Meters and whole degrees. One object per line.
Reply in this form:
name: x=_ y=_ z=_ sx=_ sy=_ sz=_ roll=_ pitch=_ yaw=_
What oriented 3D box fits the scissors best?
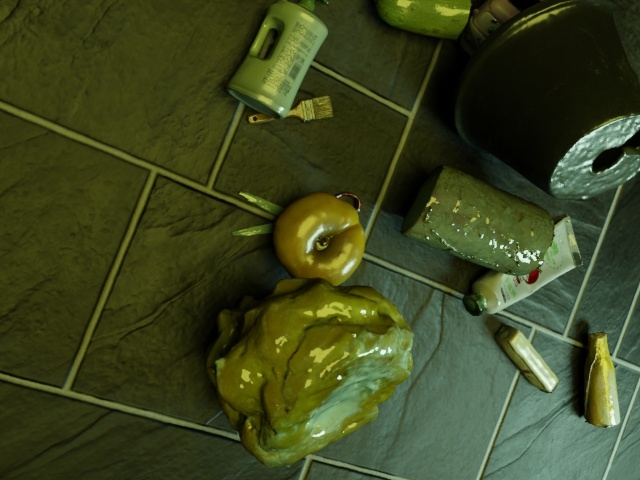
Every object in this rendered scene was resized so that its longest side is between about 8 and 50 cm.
scissors: x=-0.042 y=-0.034 z=1.289 sx=0.248 sy=0.017 sz=0.144 roll=8 pitch=93 yaw=-22

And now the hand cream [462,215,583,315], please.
hand cream: x=0.450 y=0.067 z=1.490 sx=0.336 sy=0.076 sz=0.121 roll=-27 pitch=108 yaw=-25

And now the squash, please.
squash: x=0.185 y=-0.442 z=1.301 sx=0.188 sy=0.095 sz=0.095 roll=4 pitch=95 yaw=-18

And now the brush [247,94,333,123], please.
brush: x=-0.055 y=-0.237 z=1.262 sx=0.170 sy=0.014 sz=0.043 roll=-13 pitch=100 yaw=-19

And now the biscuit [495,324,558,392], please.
biscuit: x=0.464 y=0.266 z=1.515 sx=0.052 sy=0.056 sz=0.188 roll=-46 pitch=110 yaw=-11

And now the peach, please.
peach: x=0.000 y=0.000 z=1.246 sx=0.179 sy=0.103 sz=0.179 roll=-2 pitch=95 yaw=-20

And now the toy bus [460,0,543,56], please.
toy bus: x=0.388 y=-0.436 z=1.336 sx=0.142 sy=0.142 sz=0.202 roll=44 pitch=78 yaw=1

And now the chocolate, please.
chocolate: x=0.657 y=0.324 z=1.598 sx=0.086 sy=0.085 sz=0.219 roll=-8 pitch=95 yaw=-22

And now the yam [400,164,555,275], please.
yam: x=0.303 y=-0.041 z=1.353 sx=0.304 sy=0.168 sz=0.168 roll=20 pitch=88 yaw=-22

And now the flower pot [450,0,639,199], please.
flower pot: x=0.453 y=-0.225 z=1.259 sx=0.379 sy=0.251 sz=0.379 roll=-15 pitch=146 yaw=-10

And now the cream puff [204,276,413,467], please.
cream puff: x=-0.042 y=0.195 z=1.173 sx=0.378 sy=0.275 sz=0.378 roll=-24 pitch=144 yaw=-19

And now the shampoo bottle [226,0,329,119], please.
shampoo bottle: x=-0.064 y=-0.342 z=1.203 sx=0.118 sy=0.087 sz=0.234 roll=27 pitch=85 yaw=-6
